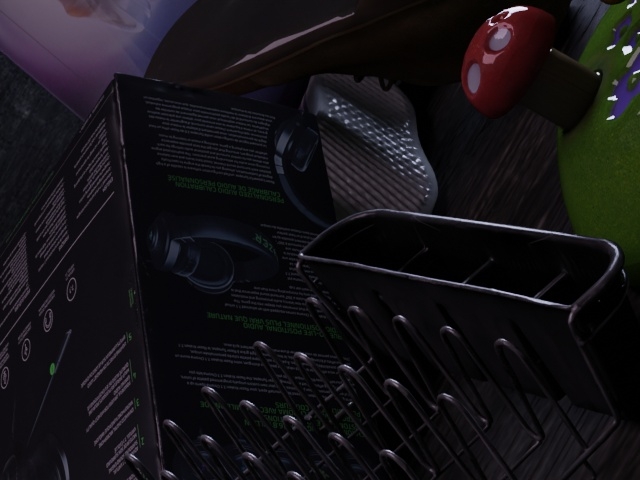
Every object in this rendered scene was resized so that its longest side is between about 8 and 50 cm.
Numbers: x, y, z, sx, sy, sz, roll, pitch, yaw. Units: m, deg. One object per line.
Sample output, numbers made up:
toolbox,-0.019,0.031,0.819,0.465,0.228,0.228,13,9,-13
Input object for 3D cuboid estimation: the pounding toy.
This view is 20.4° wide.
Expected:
pounding toy,0.136,-0.081,0.714,0.183,0.110,0.237,-61,12,0

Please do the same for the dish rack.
dish rack,-0.009,0.102,0.711,0.271,0.074,0.208,-42,22,-20

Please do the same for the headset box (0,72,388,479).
headset box,-0.088,0.101,0.963,0.246,0.131,0.283,-49,42,44

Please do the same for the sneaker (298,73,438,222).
sneaker,0.001,0.000,1.149,0.282,0.102,0.161,-73,9,-69

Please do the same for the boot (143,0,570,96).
boot,0.015,-0.124,1.104,0.305,0.115,0.112,-14,47,40

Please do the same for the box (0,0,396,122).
box,-0.076,-0.213,1.343,0.294,0.296,0.182,-58,-22,19
